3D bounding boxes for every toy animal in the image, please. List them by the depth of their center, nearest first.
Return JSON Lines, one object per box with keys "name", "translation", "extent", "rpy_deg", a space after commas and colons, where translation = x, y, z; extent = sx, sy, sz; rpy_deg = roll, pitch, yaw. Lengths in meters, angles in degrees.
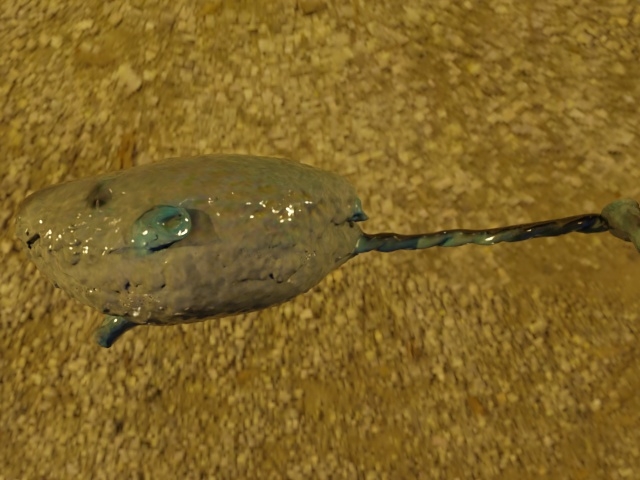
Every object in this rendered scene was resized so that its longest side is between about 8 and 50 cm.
{"name": "toy animal", "translation": [0.003, 0.000, 0.499], "extent": [0.253, 0.079, 0.070], "rpy_deg": [0, 131, -1]}
